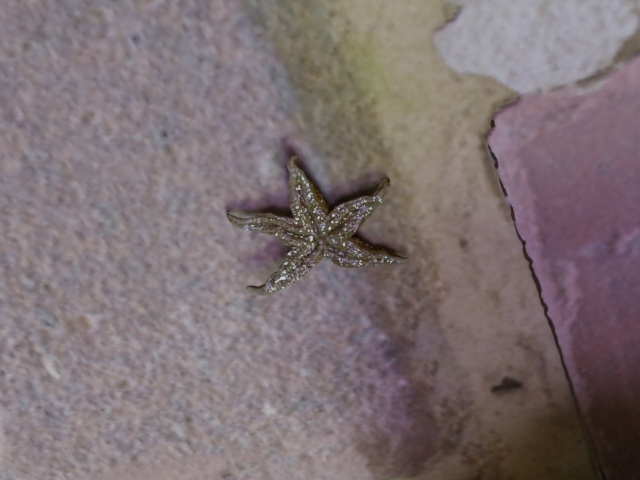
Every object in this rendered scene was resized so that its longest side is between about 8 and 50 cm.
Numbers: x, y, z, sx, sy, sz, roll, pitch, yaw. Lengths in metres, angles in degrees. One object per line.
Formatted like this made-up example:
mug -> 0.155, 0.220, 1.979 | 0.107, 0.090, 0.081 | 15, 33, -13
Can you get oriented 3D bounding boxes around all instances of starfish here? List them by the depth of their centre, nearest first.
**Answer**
starfish -> 0.000, 0.000, 0.509 | 0.086, 0.016, 0.092 | 37, 113, -21
